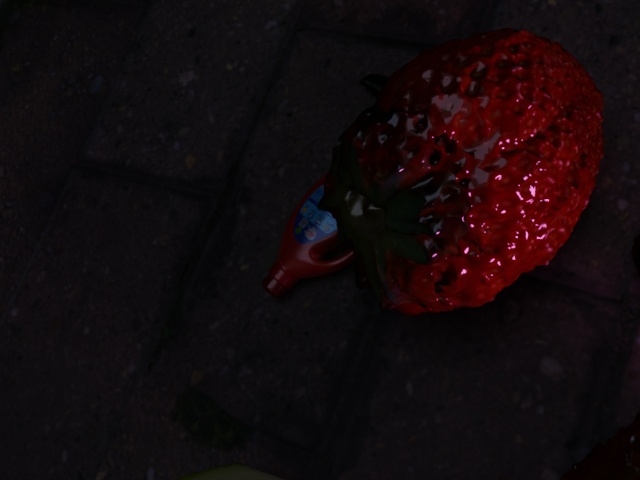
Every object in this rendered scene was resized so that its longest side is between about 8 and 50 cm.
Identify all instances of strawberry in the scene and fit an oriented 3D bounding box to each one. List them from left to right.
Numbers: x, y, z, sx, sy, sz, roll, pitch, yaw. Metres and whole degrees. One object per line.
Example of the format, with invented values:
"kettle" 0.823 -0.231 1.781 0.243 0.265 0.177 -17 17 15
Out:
"strawberry" 0.155 -0.067 0.907 0.288 0.250 0.239 -20 88 -25

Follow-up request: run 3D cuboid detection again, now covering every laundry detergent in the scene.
"laundry detergent" 0.000 0.000 1.046 0.097 0.049 0.165 39 90 27

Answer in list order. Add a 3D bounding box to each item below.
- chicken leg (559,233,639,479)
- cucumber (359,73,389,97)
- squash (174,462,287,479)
"chicken leg" 0.297 0.170 0.826 0.157 0.096 0.407 1 66 44
"cucumber" 0.112 -0.145 1.063 0.033 0.036 0.184 -41 60 -8
"squash" -0.078 0.408 0.873 0.233 0.210 0.309 6 106 40
